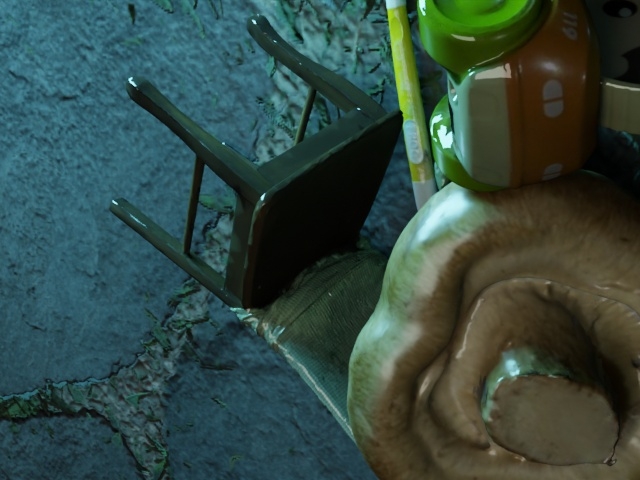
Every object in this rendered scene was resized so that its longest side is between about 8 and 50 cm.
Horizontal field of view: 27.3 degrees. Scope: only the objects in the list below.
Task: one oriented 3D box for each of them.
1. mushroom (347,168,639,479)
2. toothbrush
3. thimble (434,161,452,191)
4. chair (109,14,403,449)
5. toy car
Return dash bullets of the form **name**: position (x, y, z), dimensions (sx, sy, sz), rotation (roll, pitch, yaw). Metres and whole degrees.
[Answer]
- **mushroom**: position (0.143, 0.082, 0.915), dimensions (0.278, 0.146, 0.278), rotation (-1, 113, -3)
- **toothbrush**: position (0.060, -0.154, 0.994), dimensions (0.021, 0.024, 0.288), rotation (0, 108, 34)
- **thimble**: position (0.131, -0.060, 0.956), dimensions (0.084, 0.062, 0.110), rotation (37, 126, 17)
- **chair**: position (0.000, 0.000, 1.002), dimensions (0.319, 0.160, 0.186), rotation (40, 140, 20)
- **toy car**: position (0.175, -0.143, 0.822), dimensions (0.235, 0.235, 0.145), rotation (27, 153, 25)
